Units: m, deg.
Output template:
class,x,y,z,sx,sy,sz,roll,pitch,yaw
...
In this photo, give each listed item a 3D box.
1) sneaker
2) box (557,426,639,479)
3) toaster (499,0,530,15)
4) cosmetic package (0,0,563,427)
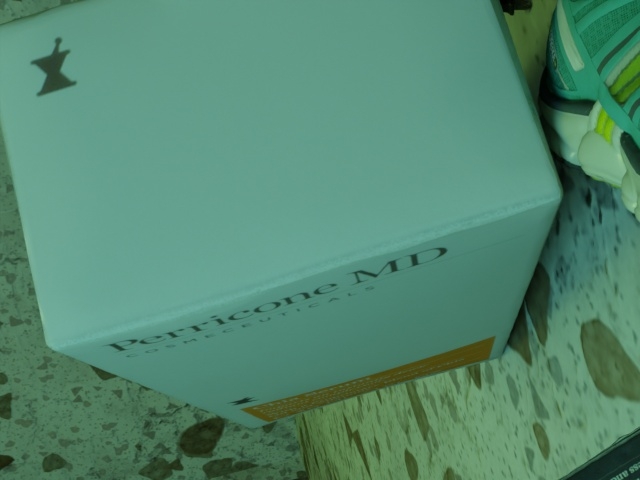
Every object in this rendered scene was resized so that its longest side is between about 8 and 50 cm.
class,x,y,z,sx,sy,sz,roll,pitch,yaw
sneaker,0.143,-0.063,0.336,0.275,0.107,0.109,-126,33,-69
box,0.159,0.168,0.355,0.156,0.093,0.158,38,-159,-41
toaster,0.025,-0.217,0.649,0.168,0.186,0.110,-102,6,-57
cosmetic package,0.000,0.000,0.633,0.453,0.230,0.161,63,-169,-73
